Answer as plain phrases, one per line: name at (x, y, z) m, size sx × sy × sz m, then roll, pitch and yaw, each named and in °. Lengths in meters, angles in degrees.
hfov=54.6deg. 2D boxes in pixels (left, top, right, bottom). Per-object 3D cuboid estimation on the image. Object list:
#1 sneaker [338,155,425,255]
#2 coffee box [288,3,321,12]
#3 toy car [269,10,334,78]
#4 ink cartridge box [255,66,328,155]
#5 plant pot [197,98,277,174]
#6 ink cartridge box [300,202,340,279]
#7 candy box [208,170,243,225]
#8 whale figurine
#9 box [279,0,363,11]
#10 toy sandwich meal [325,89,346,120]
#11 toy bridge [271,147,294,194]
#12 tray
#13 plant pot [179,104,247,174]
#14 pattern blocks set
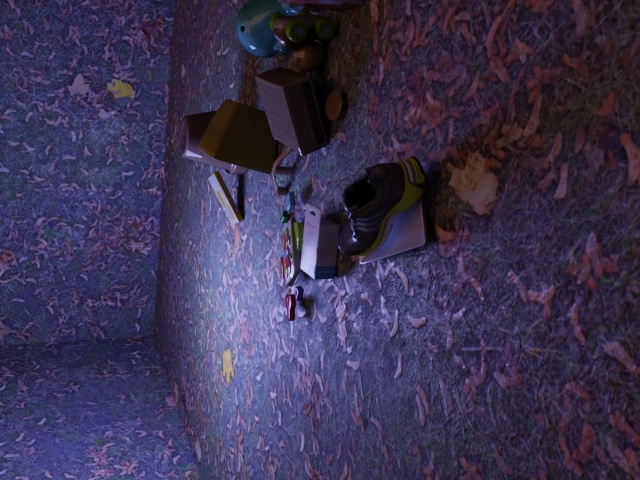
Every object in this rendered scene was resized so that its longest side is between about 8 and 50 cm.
sneaker at (0.091, -0.067, 1.267) m, size 0.300 × 0.121 × 0.111 m, roll 121°, pitch 142°, yaw -48°
coffee box at (-0.037, -0.755, 1.641) m, size 0.141 × 0.098 × 0.246 m, roll 137°, pitch 128°, yaw -58°
toy car at (-0.050, -0.498, 1.644) m, size 0.155 × 0.149 × 0.188 m, roll -132°, pitch 35°, yaw -53°
ink cartridge box at (-0.081, -0.356, 1.679) m, size 0.235 × 0.088 × 0.193 m, roll 41°, pitch 152°, yaw 58°
plant pot at (-0.253, -0.345, 2.016) m, size 0.212 × 0.212 × 0.187 m, roll 35°, pitch 109°, yaw 61°
ink cartridge box at (0.000, 0.000, 1.610) m, size 0.104 × 0.062 × 0.181 m, roll -148°, pitch 60°, yaw -62°
candy box at (-0.359, -0.158, 2.338) m, size 0.205 × 0.027 × 0.105 m, roll 64°, pitch 155°, yaw -5°
whale figurine at (-0.150, -0.653, 1.826) m, size 0.272 × 0.141 × 0.216 m, roll -20°, pitch 89°, yaw 52°
box at (0.003, -0.608, 1.469) m, size 0.130 × 0.171 × 0.091 m, roll -152°, pitch 64°, yaw -63°
toy sandwich meal at (0.040, -0.339, 1.566) m, size 0.086 × 0.029 × 0.085 m, roll -7°, pitch 82°, yaw 61°
toy bridge at (-0.112, -0.210, 1.854) m, size 0.026 × 0.063 × 0.188 m, roll -114°, pitch 34°, yaw -41°
tray at (0.151, -0.038, 1.318) m, size 0.270 × 0.030 × 0.145 m, roll 156°, pitch 111°, yaw -63°
plant pot at (-0.388, -0.375, 2.262) m, size 0.263 × 0.229 × 0.263 m, roll -179°, pitch 90°, yaw -66°
pattern blocks set at (-0.087, 0.038, 1.793) m, size 0.285 × 0.026 × 0.324 m, roll 110°, pitch 155°, yaw -53°
